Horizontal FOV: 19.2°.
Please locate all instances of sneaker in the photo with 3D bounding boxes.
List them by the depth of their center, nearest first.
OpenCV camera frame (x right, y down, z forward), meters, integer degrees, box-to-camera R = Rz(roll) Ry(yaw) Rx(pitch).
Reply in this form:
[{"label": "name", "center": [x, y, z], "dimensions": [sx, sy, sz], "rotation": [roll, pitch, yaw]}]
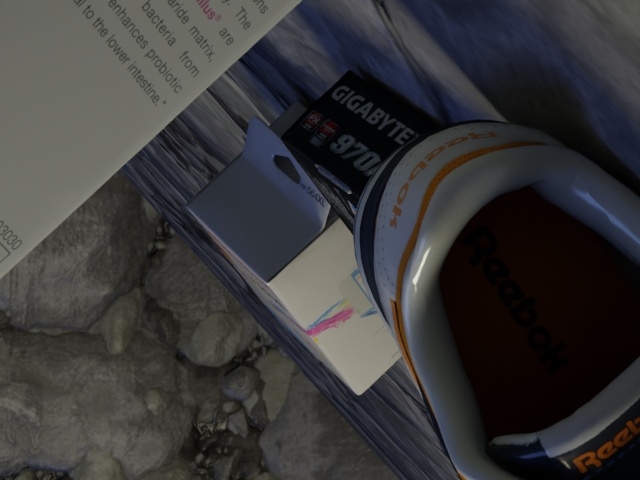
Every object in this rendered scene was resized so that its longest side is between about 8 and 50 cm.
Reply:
[{"label": "sneaker", "center": [0.126, 0.094, 0.671], "dimensions": [0.321, 0.126, 0.127], "rotation": [48, 179, -1]}]

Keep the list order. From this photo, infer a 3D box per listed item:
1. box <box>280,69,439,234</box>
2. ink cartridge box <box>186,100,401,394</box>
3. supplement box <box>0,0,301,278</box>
[{"label": "box", "center": [0.090, 0.036, 0.878], "dimensions": [0.175, 0.051, 0.220], "rotation": [39, 170, 48]}, {"label": "ink cartridge box", "center": [0.000, 0.000, 1.066], "dimensions": [0.092, 0.090, 0.143], "rotation": [41, 172, 43]}, {"label": "supplement box", "center": [-0.097, -0.089, 0.570], "dimensions": [0.114, 0.220, 0.111], "rotation": [42, 172, 45]}]
